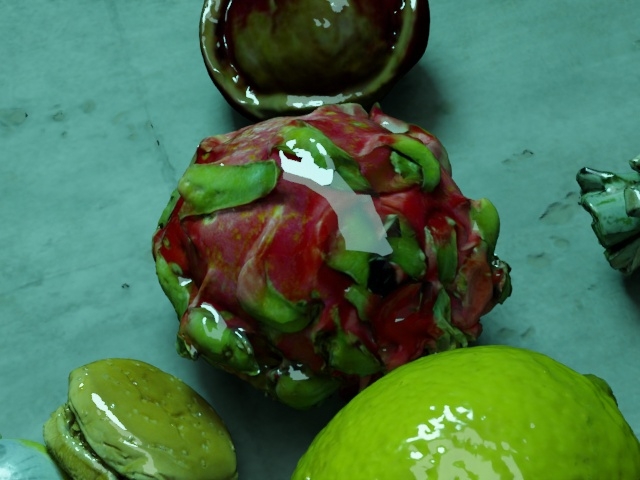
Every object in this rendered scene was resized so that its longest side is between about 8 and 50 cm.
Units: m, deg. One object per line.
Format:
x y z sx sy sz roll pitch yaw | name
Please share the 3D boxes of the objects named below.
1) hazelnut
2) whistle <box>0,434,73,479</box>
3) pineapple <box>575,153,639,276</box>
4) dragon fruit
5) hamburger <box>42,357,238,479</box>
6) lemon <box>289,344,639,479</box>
-0.007 -0.184 1.490 0.201 0.160 0.170 -16 57 -13 | hazelnut
-0.228 0.236 1.252 0.122 0.123 0.223 -17 62 -7 | whistle
0.348 -0.045 1.348 0.271 0.262 0.263 -18 55 6 | pineapple
-0.002 0.012 1.318 0.302 0.237 0.231 10 12 28 | dragon fruit
-0.135 0.154 1.286 0.147 0.138 0.083 44 107 22 | hamburger
0.101 0.201 1.162 0.267 0.267 0.267 -2 56 3 | lemon
